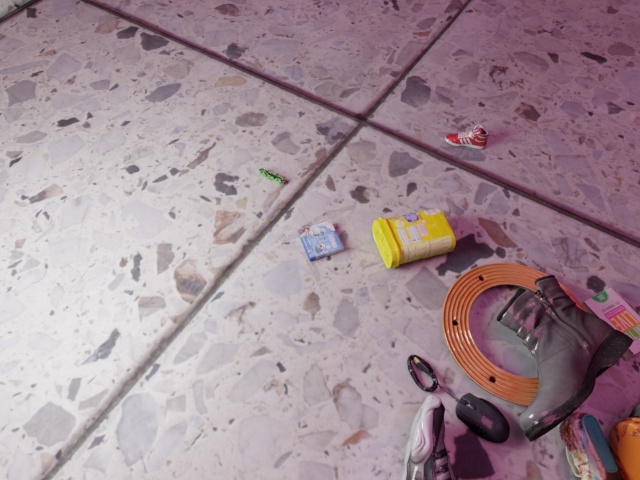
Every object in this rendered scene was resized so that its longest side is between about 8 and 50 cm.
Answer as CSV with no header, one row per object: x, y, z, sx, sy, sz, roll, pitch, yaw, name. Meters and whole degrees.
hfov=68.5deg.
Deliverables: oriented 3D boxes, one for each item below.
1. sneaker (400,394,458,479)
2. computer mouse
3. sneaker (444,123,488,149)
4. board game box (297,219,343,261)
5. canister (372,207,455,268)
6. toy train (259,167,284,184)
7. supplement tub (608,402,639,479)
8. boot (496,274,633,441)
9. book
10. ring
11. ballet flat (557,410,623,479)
0.230,0.430,0.853,0.153,0.101,0.268,14,64,7,sneaker
0.278,0.316,0.960,0.242,0.041,0.071,35,64,21,computer mouse
0.423,-0.303,1.352,0.119,0.067,0.042,10,57,5,sneaker
0.000,0.000,1.175,0.090,0.020,0.090,-17,59,-13,board game box
0.229,-0.010,1.154,0.170,0.073,0.126,-12,58,-11,canister
-0.133,-0.175,1.285,0.083,0.023,0.017,28,69,17,toy train
0.722,0.360,0.839,0.338,0.207,0.207,-14,58,-9,supplement tub
0.445,0.226,0.957,0.338,0.118,0.223,-29,58,-31,boot
0.675,0.184,1.061,0.096,0.035,0.144,-21,58,-19,book
0.436,0.199,1.046,0.337,0.032,0.336,1,58,-1,ring
0.508,0.441,0.862,0.091,0.077,0.241,11,53,-21,ballet flat
